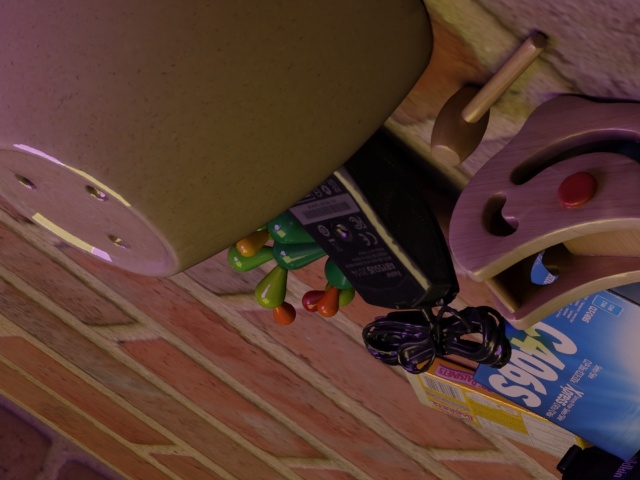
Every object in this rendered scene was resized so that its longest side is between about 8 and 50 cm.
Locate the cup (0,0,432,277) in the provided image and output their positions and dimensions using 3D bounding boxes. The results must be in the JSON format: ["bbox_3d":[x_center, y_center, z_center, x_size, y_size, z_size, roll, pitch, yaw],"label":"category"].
[{"bbox_3d":[-0.119,-0.116,1.409,0.331,0.237,0.331,26,160,10],"label":"cup"}]

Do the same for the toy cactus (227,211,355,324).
[{"bbox_3d":[0.000,0.000,1.772,0.180,0.112,0.219,-7,141,30],"label":"toy cactus"}]

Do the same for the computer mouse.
[{"bbox_3d":[0.049,-0.009,1.636,0.272,0.072,0.188,53,152,-20],"label":"computer mouse"}]

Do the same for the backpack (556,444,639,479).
[{"bbox_3d":[0.364,0.300,1.725,0.273,0.290,0.355,51,144,-9],"label":"backpack"}]

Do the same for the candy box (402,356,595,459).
[{"bbox_3d":[0.184,0.173,2.008,0.206,0.027,0.105,20,161,26],"label":"candy box"}]

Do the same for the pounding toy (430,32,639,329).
[{"bbox_3d":[0.163,-0.036,1.336,0.269,0.154,0.155,10,153,43],"label":"pounding toy"}]

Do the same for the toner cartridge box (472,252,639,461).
[{"bbox_3d":[0.238,0.078,1.629,0.165,0.075,0.348,26,160,6],"label":"toner cartridge box"}]
